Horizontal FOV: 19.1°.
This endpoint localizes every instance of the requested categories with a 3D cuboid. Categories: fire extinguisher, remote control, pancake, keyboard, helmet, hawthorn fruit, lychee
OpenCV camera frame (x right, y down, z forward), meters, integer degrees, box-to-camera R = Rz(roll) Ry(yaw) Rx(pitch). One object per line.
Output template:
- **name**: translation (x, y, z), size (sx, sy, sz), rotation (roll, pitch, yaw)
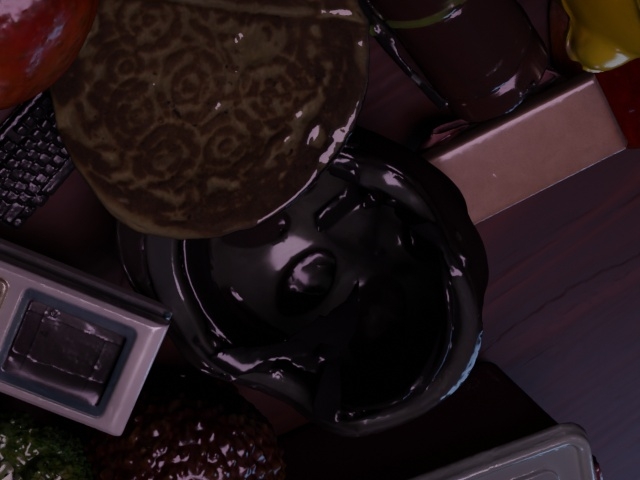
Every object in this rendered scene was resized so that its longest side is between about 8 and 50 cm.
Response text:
- **fire extinguisher**: translation (0.052, -0.223, 1.446), size (0.105, 0.141, 0.341), rotation (-16, 135, 30)
- **remote control**: translation (-0.260, 0.051, 1.438), size (0.277, 0.055, 0.103), rotation (22, 107, -7)
- **pancake**: translation (-0.087, -0.120, 1.396), size (0.250, 0.250, 0.031), rotation (-48, 167, 6)
- **keyboard**: translation (-0.185, -0.105, 1.467), size (0.231, 0.023, 0.072), rotation (-48, 127, 6)
- **helmet**: translation (0.000, 0.000, 1.506), size (0.305, 0.177, 0.225), rotation (36, 117, 0)
- **hawthorn fruit**: translation (-0.239, -0.168, 1.326), size (0.179, 0.179, 0.200), rotation (-7, 135, -21)
- **lychee**: translation (-0.120, 0.197, 1.561), size (0.188, 0.188, 0.188), rotation (-10, 120, -19)

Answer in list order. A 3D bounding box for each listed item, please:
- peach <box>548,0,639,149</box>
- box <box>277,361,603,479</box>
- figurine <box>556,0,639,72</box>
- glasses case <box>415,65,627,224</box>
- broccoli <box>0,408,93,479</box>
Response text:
- **peach**: translation (0.287, -0.196, 1.602), size (0.189, 0.068, 0.279), rotation (-27, 124, -11)
- **box**: translation (0.090, 0.240, 1.686), size (0.294, 0.167, 0.193), rotation (-20, 124, -13)
- **figurine**: translation (0.314, -0.274, 1.463), size (0.340, 0.231, 0.323), rotation (-25, 120, -12)
- **glasses case**: translation (0.146, -0.088, 1.594), size (0.193, 0.070, 0.102), rotation (-28, 119, 3)
- **broccoli**: translation (-0.303, 0.276, 1.441), size (0.321, 0.304, 0.283), rotation (-47, 158, 14)
